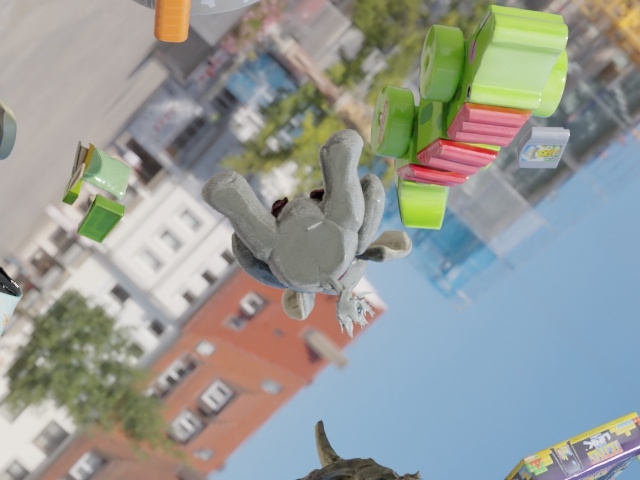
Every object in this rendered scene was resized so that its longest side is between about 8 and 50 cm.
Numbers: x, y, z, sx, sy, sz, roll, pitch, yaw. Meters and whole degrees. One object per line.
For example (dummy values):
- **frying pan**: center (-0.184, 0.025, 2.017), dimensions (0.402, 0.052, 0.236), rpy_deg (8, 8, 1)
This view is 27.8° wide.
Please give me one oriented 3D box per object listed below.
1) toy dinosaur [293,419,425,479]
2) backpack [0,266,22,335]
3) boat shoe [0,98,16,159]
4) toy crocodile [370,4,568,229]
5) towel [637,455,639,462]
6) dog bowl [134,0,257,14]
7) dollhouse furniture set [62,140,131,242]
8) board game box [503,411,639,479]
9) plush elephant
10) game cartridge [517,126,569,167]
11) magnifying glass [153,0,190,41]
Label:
- **toy dinosaur**: center (0.019, 0.268, 1.407), dimensions (0.118, 0.064, 0.268), rpy_deg (-33, -161, -19)
- **backpack**: center (-0.471, 0.069, 1.595), dimensions (0.166, 0.188, 0.144), rpy_deg (21, -88, 66)
- **boat shoe**: center (-0.533, -0.192, 1.747), dimensions (0.103, 0.302, 0.113), rpy_deg (-2, 111, -47)
- **toy crocodile**: center (0.126, -0.106, 1.138), dimensions (0.340, 0.115, 0.105), rpy_deg (131, -35, -67)
- **towel**: center (0.461, 0.283, 1.720), dimensions (0.083, 0.060, 0.009), rpy_deg (-29, 167, -17)
- **dog bowl**: center (-0.197, -0.496, 2.119), dimensions (0.349, 0.348, 0.102), rpy_deg (-53, 153, -38)
- **dollhouse furniture set**: center (-0.261, -0.072, 1.556), dimensions (0.058, 0.076, 0.152), rpy_deg (-48, -154, 36)
- **board game box**: center (0.312, 0.287, 1.614), dimensions (0.170, 0.048, 0.141), rpy_deg (-18, 156, -20)
- **plush elephant**: center (0.000, 0.000, 2.150), dimensions (0.271, 0.330, 0.255), rpy_deg (-26, 177, 3)
- **game cartridge**: center (0.274, -0.114, 1.611), dimensions (0.083, 0.056, 0.017), rpy_deg (95, -2, -63)
- **magnifying glass**: center (-0.111, -0.267, 1.031), dimensions (0.026, 0.092, 0.231), rpy_deg (-102, -163, -56)
